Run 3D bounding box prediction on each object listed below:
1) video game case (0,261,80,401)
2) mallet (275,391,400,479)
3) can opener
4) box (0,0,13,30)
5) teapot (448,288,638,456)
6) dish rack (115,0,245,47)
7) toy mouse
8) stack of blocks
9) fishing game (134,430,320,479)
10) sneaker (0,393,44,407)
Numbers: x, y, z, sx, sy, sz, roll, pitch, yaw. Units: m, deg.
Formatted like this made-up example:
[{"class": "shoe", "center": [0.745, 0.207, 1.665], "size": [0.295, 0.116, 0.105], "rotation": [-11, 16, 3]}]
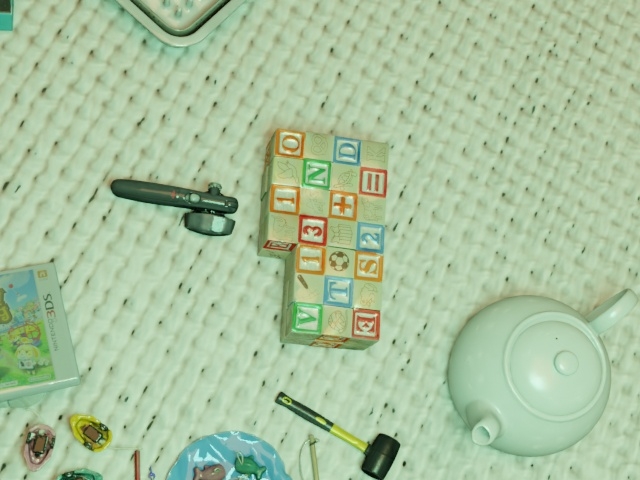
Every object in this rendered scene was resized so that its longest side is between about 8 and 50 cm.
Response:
[{"class": "video game case", "center": [-0.440, 0.126, 1.479], "size": [0.213, 0.023, 0.193], "rotation": [-11, 55, -16]}, {"class": "mallet", "center": [0.027, 0.261, 1.590], "size": [0.190, 0.039, 0.062], "rotation": [37, 70, 3]}, {"class": "can opener", "center": [-0.208, -0.059, 1.605], "size": [0.186, 0.059, 0.073], "rotation": [14, 73, -10]}, {"class": "box", "center": [-0.563, -0.359, 1.600], "size": [0.244, 0.060, 0.100], "rotation": [0, 75, -14]}, {"class": "teapot", "center": [0.318, 0.183, 1.601], "size": [0.253, 0.187, 0.255], "rotation": [9, 72, -12]}, {"class": "dish rack", "center": [-0.206, -0.463, 1.711], "size": [0.285, 0.072, 0.333], "rotation": [43, 70, 0]}, {"class": "toy mouse", "center": [-0.343, 0.294, 1.489], "size": [0.161, 0.031, 0.143], "rotation": [34, 70, -3]}, {"class": "stack of blocks", "center": [0.000, 0.000, 1.625], "size": [0.171, 0.087, 0.297], "rotation": [6, 74, -12]}, {"class": "fishing game", "center": [-0.122, 0.351, 1.525], "size": [0.264, 0.041, 0.189], "rotation": [1, 72, -13]}, {"class": "sneaker", "center": [-0.444, 0.190, 1.491], "size": [0.158, 0.061, 0.064], "rotation": [-2, 44, -8]}]
